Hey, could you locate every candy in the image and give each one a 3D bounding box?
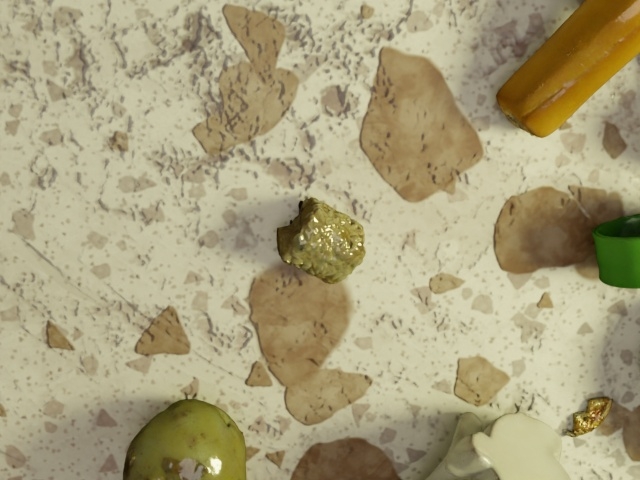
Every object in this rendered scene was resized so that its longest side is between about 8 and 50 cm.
[{"bbox_3d":[0.000,0.000,1.034,0.110,0.085,0.095,35,106,-20],"label":"candy"}]

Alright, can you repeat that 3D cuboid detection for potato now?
[{"bbox_3d":[-0.183,0.343,1.049,0.165,0.165,0.262,10,95,-5],"label":"potato"}]

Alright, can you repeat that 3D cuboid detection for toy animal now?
[{"bbox_3d":[0.203,0.379,1.052,0.206,0.271,0.265,24,122,-20],"label":"toy animal"}]

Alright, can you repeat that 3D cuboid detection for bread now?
[{"bbox_3d":[0.324,-0.225,0.975,0.092,0.074,0.239,39,115,-9],"label":"bread"}]

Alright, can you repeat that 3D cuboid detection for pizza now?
[{"bbox_3d":[0.384,0.252,1.131,0.083,0.016,0.037,-42,94,6],"label":"pizza"}]

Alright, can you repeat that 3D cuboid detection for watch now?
[{"bbox_3d":[0.442,0.012,1.040,0.152,0.165,0.131,-10,104,24],"label":"watch"}]
